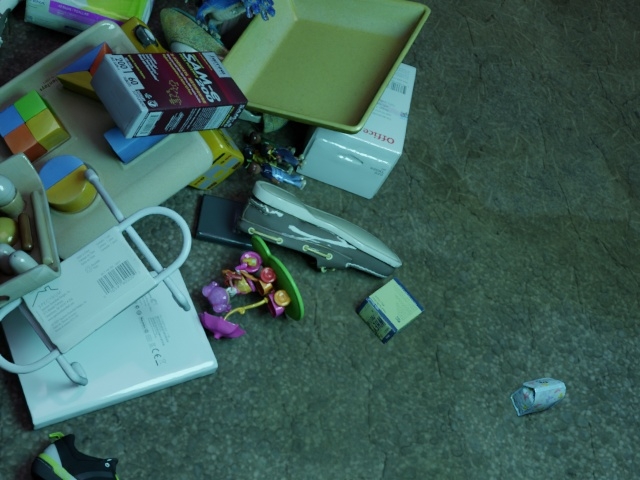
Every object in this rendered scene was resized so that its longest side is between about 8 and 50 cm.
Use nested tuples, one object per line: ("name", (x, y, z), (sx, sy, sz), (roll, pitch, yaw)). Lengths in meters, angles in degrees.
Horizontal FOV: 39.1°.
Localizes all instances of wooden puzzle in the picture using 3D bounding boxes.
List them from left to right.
("wooden puzzle", (-0.411, -0.188, 1.582), (0.322, 0.080, 0.347), (-36, 77, -5))

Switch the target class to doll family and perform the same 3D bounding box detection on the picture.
("doll family", (-0.096, -0.154, 1.726), (0.111, 0.193, 0.076), (20, 98, -25))

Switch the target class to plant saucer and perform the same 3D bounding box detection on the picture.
("plant saucer", (0.002, -0.335, 1.702), (0.333, 0.081, 0.332), (17, 60, 24))

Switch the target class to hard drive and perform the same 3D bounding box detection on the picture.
("hard drive", (-0.350, 0.169, 1.490), (0.308, 0.040, 0.203), (-15, 66, -26))
("hard drive", (-0.163, -0.031, 1.687), (0.135, 0.022, 0.094), (14, 57, -12))

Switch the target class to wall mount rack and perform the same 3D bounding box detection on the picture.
("wall mount rack", (-0.380, 0.046, 1.418), (0.350, 0.130, 0.304), (-36, 80, -9))

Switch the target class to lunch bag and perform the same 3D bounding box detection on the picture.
("lunch bag", (0.404, 0.284, 1.662), (0.071, 0.083, 0.053), (-8, 64, -23))

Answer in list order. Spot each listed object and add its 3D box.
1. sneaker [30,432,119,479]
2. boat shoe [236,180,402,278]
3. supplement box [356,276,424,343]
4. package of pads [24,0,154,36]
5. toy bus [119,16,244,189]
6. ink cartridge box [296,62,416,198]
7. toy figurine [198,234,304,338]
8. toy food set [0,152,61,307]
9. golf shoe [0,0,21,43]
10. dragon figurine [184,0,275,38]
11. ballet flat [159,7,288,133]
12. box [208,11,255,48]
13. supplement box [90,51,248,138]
("sneaker", (-0.324, 0.371, 1.352), (0.235, 0.084, 0.097), (36, 54, 4))
("boat shoe", (0.000, 0.000, 1.677), (0.324, 0.096, 0.116), (26, 13, -22))
("supplement box", (0.129, 0.130, 1.673), (0.083, 0.056, 0.083), (-34, 76, -32))
("package of pads", (-0.444, -0.531, 1.828), (0.229, 0.101, 0.296), (14, 53, -11))
("toy bus", (-0.285, -0.260, 1.703), (0.108, 0.130, 0.332), (-38, 73, 13))
("ink cartridge box", (0.072, -0.239, 1.804), (0.171, 0.168, 0.232), (19, 56, -7))
("toy figurine", (-0.140, 0.097, 1.565), (0.159, 0.130, 0.173), (-27, 79, -21))
("toy food set", (-0.531, 0.004, 1.386), (0.220, 0.092, 0.306), (-29, 42, 0))
("golf shoe", (-0.639, -0.413, 1.715), (0.120, 0.105, 0.273), (48, 62, -7))
("dragon figurine", (-0.195, -0.494, 1.745), (0.085, 0.144, 0.289), (28, 25, -57))
("ballet flat", (-0.208, -0.335, 1.804), (0.349, 0.123, 0.123), (37, 56, 4))
("box", (-0.109, -0.496, 1.907), (0.233, 0.148, 0.126), (-2, 62, -20))
("supplement box", (-0.254, -0.253, 1.541), (0.239, 0.073, 0.130), (-15, 64, -48))
